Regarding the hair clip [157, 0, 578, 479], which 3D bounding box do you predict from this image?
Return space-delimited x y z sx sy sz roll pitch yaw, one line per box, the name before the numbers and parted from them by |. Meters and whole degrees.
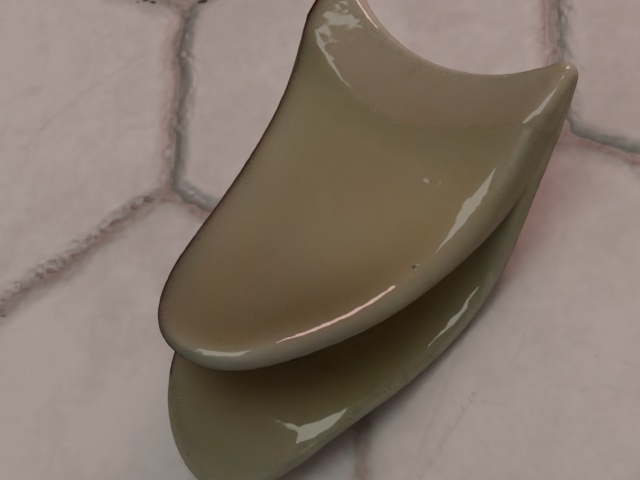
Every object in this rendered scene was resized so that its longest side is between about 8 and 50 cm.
hair clip | 0.008 0.005 0.898 0.172 0.113 0.282 26 67 29
